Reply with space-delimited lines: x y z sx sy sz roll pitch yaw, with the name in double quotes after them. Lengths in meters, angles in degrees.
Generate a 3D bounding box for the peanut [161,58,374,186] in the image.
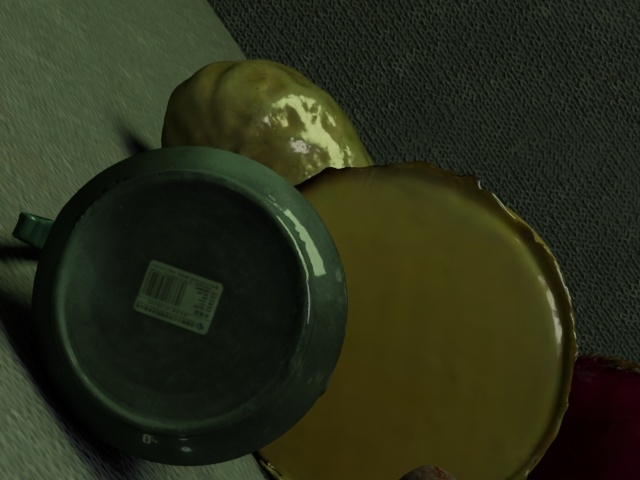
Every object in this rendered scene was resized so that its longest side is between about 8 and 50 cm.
0.000 0.000 1.627 0.387 0.169 0.192 53 13 -23 "peanut"

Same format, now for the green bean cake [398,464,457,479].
0.054 0.216 1.104 0.135 0.135 0.056 52 4 -31 "green bean cake"

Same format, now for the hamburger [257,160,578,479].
0.041 0.072 1.346 0.303 0.261 0.186 14 -1 3 "hamburger"

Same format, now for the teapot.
-0.079 0.036 1.042 0.203 0.171 0.225 26 -3 6 "teapot"

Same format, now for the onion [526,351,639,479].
0.224 0.237 1.565 0.337 0.281 0.260 18 -3 32 "onion"
